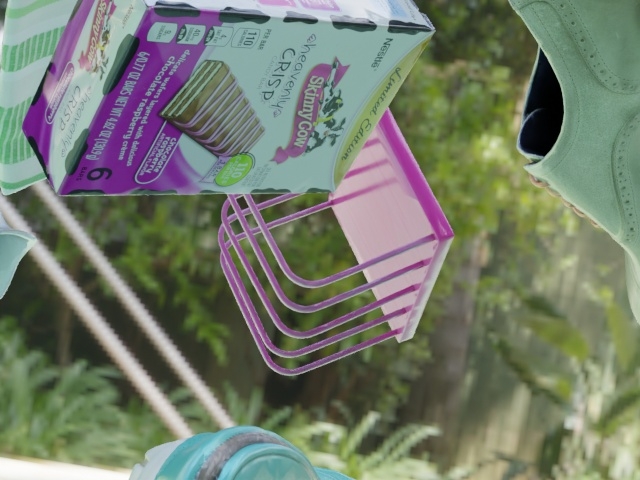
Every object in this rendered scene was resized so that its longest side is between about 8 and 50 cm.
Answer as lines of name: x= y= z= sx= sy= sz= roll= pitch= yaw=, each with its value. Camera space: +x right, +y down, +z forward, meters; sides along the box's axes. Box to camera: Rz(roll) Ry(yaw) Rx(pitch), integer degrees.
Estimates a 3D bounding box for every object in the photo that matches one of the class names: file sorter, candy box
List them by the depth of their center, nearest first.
candy box: x=-0.059 y=-0.107 z=1.063 sx=0.233 sy=0.159 sz=0.071 roll=-3 pitch=48 yaw=-39
file sorter: x=0.000 y=0.000 z=1.751 sx=0.182 sy=0.202 sz=0.290 roll=-21 pitch=-21 yaw=-15

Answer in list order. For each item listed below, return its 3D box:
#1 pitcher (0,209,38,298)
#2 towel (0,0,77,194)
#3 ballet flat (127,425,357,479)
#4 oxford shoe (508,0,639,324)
pitcher: x=-0.292 y=-0.029 z=1.140 sx=0.125 sy=0.207 sz=0.178 roll=-17 pitch=-28 yaw=-35
towel: x=-0.208 y=-0.194 z=1.589 sx=0.248 sy=0.038 sz=0.325 roll=-25 pitch=-28 yaw=-33
ballet flat: x=-0.034 y=0.122 z=0.662 sx=0.087 sy=0.083 sz=0.247 roll=13 pitch=-11 yaw=23
oxford shoe: x=0.225 y=-0.069 z=1.246 sx=0.146 sy=0.397 sz=0.140 roll=-16 pitch=37 yaw=1
